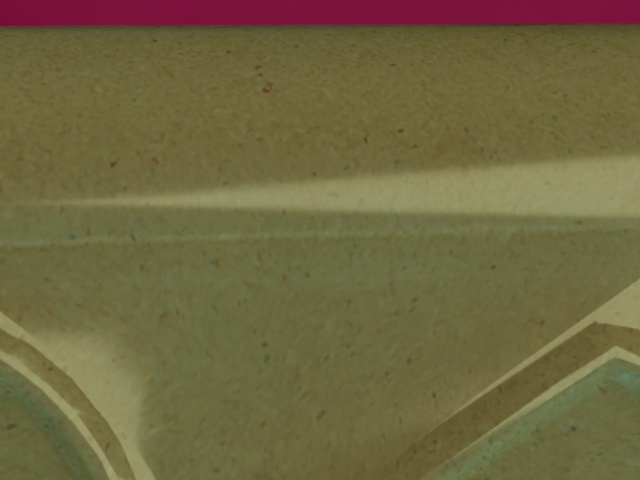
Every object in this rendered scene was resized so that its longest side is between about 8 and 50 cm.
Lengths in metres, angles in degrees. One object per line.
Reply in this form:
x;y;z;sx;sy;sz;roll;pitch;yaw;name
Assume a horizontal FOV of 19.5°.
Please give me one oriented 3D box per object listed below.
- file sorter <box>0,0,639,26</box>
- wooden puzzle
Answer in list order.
0.000;0.000;0.559;0.291;0.182;0.202;46;52;-18;file sorter
-0.018;0.131;0.365;0.322;0.080;0.348;-1;83;-12;wooden puzzle
